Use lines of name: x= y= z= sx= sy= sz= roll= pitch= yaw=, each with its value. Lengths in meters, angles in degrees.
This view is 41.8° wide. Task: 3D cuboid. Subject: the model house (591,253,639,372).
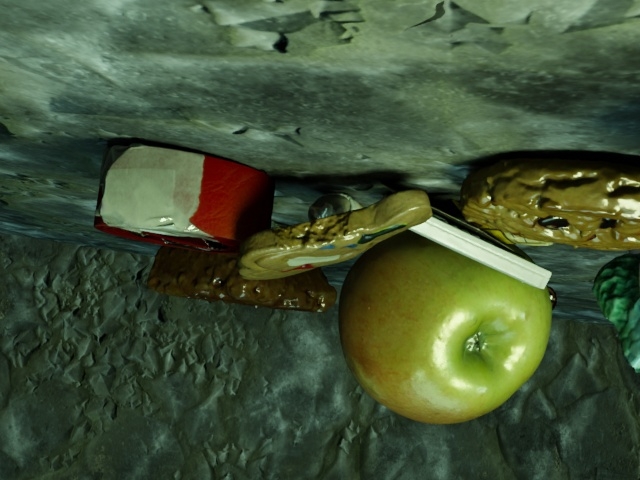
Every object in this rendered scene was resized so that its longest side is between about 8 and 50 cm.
model house: x=0.518 y=0.047 z=1.022 sx=0.261 sy=0.226 sz=0.241 roll=6 pitch=137 yaw=-14

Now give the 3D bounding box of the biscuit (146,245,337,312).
biscuit: x=-0.196 y=0.084 z=2.109 sx=0.395 sy=0.166 sz=0.342 roll=0 pitch=168 yaw=42

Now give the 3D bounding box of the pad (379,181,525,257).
pad: x=0.187 y=-0.026 z=1.157 sx=0.158 sy=0.003 sz=0.235 roll=29 pitch=-175 yaw=29

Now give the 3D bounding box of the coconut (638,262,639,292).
coconut: x=0.360 y=0.040 z=0.578 sx=0.247 sy=0.245 sz=0.245 roll=-33 pitch=-162 yaw=-32

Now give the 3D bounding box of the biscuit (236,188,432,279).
biscuit: x=0.008 y=0.001 z=1.093 sx=0.320 sy=0.047 sz=0.183 roll=-20 pitch=168 yaw=29

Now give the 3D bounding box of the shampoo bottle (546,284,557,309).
shampoo bottle: x=0.470 y=0.143 z=2.187 sx=0.129 sy=0.084 sz=0.323 roll=14 pitch=173 yaw=-19

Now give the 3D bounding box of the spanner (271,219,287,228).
spanner: x=-0.044 y=-0.017 z=1.715 sx=0.054 sy=0.015 sz=0.254 roll=-1 pitch=170 yaw=42

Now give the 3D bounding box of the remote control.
remote control: x=0.199 y=0.002 z=1.178 sx=0.250 sy=0.034 sz=0.103 roll=25 pitch=-176 yaw=-10

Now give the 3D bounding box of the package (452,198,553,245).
package: x=0.247 y=-0.025 z=1.138 sx=0.131 sy=0.047 sz=0.071 roll=5 pitch=170 yaw=31

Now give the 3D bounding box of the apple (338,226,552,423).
apple: x=0.209 y=0.141 z=1.373 sx=0.338 sy=0.338 sz=0.305 roll=12 pitch=-178 yaw=-33

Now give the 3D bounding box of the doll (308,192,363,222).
doll: x=0.021 y=-0.028 z=1.233 sx=0.073 sy=0.084 sz=0.127 roll=4 pitch=180 yaw=27

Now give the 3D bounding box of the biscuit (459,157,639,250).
biscuit: x=0.293 y=-0.030 z=0.928 sx=0.296 sy=0.075 sz=0.296 roll=8 pitch=174 yaw=1

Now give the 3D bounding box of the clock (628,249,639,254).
clock: x=0.554 y=0.035 z=1.272 sx=0.152 sy=0.050 sz=0.110 roll=9 pitch=173 yaw=-8

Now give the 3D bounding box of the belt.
belt: x=-0.185 y=-0.052 z=1.169 sx=0.227 sy=0.115 sz=0.324 roll=3 pitch=174 yaw=17
